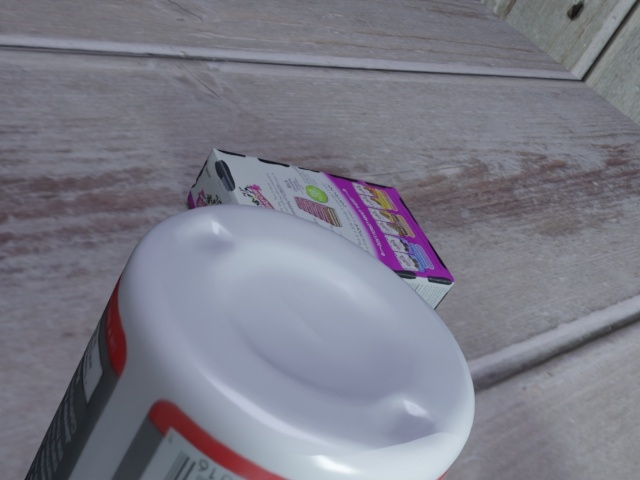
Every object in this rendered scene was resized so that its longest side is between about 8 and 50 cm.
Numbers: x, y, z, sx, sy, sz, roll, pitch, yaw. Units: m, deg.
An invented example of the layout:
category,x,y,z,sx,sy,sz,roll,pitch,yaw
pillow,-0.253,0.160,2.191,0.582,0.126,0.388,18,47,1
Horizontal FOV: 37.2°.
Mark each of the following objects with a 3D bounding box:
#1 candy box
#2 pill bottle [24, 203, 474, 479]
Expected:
category,x,y,z,sx,sy,sz,roll,pitch,yaw
candy box,0.000,0.000,0.955,0.233,0.071,0.159,11,35,-33
pill bottle,-0.064,0.137,0.459,0.161,0.283,0.161,23,29,-14
